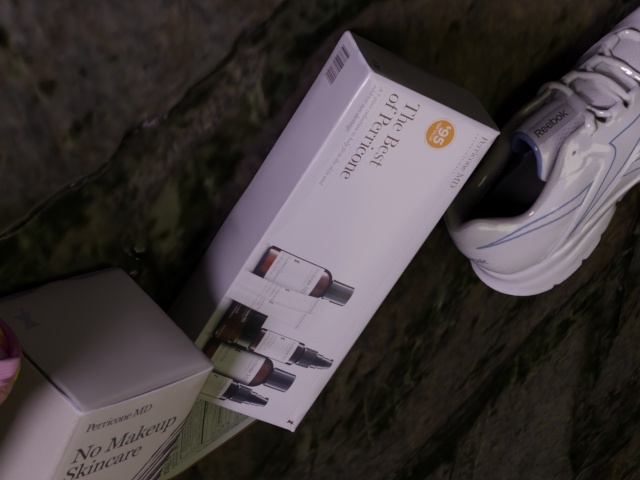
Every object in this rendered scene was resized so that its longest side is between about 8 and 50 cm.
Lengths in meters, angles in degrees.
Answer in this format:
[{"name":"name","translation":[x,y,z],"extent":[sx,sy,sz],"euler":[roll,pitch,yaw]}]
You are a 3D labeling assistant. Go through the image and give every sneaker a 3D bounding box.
[{"name":"sneaker","translation":[0.208,-0.085,1.257],"extent":[0.297,0.111,0.129],"euler":[-51,150,6]}]

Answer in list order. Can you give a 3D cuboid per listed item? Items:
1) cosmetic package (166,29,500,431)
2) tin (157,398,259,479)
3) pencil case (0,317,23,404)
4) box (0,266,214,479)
[{"name":"cosmetic package","translation":[0.000,0.000,1.040],"extent":[0.099,0.060,0.239],"euler":[21,113,-29]},{"name":"tin","translation":[-0.068,0.100,1.167],"extent":[0.189,0.040,0.106],"euler":[-33,157,-29]},{"name":"pencil case","translation":[-0.248,0.130,0.812],"extent":[0.284,0.124,0.124],"euler":[-56,155,20]},{"name":"box","translation":[-0.173,0.153,1.000],"extent":[0.113,0.094,0.275],"euler":[-18,143,-48]}]
